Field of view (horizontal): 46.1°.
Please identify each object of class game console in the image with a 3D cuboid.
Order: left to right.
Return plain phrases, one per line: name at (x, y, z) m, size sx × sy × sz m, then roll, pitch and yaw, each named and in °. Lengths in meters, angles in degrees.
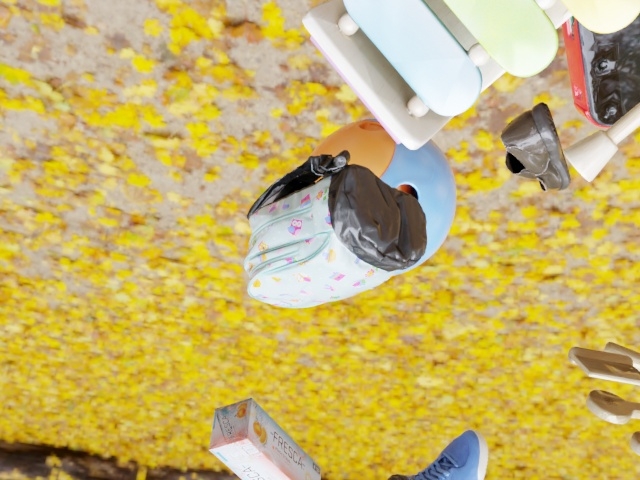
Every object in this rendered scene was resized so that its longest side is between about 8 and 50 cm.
game console at (0.549, -0.375, 1.171) m, size 0.341 × 0.060 × 0.387 m, roll -22°, pitch 132°, yaw 6°

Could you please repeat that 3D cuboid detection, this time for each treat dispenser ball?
treat dispenser ball at (0.101, -0.077, 1.364) m, size 0.288 × 0.288 × 0.288 m, roll 5°, pitch 156°, yaw 2°

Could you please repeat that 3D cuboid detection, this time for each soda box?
soda box at (-0.067, 0.279, 0.961) m, size 0.058 × 0.063 × 0.183 m, roll -20°, pitch 128°, yaw 20°

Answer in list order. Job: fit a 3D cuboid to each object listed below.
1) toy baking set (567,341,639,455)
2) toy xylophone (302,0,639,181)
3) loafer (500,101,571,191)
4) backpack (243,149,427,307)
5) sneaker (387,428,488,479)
toy baking set at (0.329, 0.160, 0.626) m, size 0.256 × 0.030 × 0.197 m, roll 20°, pitch -157°, yaw 16°
toy xylophone at (0.159, -0.177, 0.451) m, size 0.236 × 0.081 × 0.323 m, roll 42°, pitch 116°, yaw 1°
loafer at (0.295, -0.124, 1.045) m, size 0.078 × 0.080 × 0.220 m, roll -17°, pitch 156°, yaw 19°
backpack at (0.000, 0.000, 0.772) m, size 0.182 × 0.115 × 0.152 m, roll -19°, pitch 142°, yaw 37°
sneaker at (0.122, 0.272, 0.842) m, size 0.084 × 0.152 × 0.058 m, roll 29°, pitch -177°, yaw -27°
